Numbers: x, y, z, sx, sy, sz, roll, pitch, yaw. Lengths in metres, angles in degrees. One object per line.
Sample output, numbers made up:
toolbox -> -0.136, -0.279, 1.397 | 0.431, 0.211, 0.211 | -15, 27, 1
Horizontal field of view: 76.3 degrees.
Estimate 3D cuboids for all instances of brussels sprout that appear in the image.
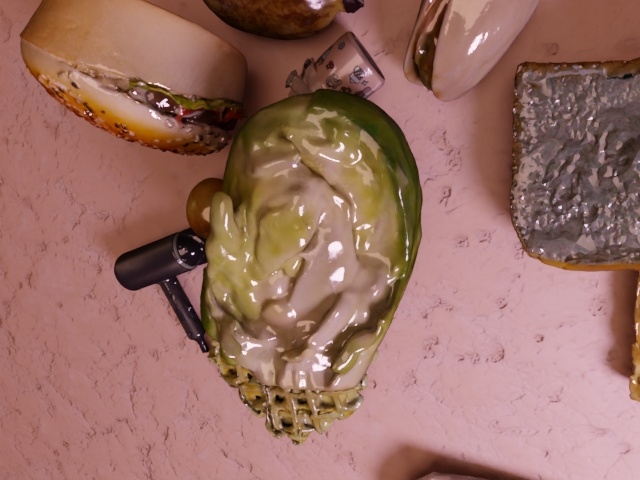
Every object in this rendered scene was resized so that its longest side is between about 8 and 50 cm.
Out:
brussels sprout -> 0.000, 0.000, 0.552 | 0.275, 0.315, 0.372 | 9, 91, 4

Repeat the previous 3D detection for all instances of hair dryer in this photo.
hair dryer -> -0.252, 0.108, 0.787 | 0.195, 0.078, 0.249 | -18, 106, 19

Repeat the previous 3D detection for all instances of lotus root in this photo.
lotus root -> -0.057, -0.365, 0.577 | 0.260, 0.128, 0.145 | 19, 121, 17

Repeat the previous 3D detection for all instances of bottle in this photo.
bottle -> 0.010, -0.225, 0.608 | 0.152, 0.099, 0.099 | -32, 92, 24

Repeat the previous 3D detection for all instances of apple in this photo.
apple -> -0.169, -0.053, 0.693 | 0.114, 0.099, 0.102 | -1, 77, -7

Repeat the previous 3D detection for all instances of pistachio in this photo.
pistachio -> 0.195, -0.289, 0.518 | 0.143, 0.144, 0.215 | 32, 118, 7

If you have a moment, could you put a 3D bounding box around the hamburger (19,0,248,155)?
hamburger -> -0.246, -0.228, 0.580 | 0.300, 0.300, 0.176 | 25, 102, 10

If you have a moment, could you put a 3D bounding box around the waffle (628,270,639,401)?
waffle -> 0.501, 0.107, 0.515 | 0.168, 0.057, 0.274 | 6, 106, 49

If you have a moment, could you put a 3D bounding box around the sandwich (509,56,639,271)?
sandwich -> 0.379, -0.090, 0.468 | 0.301, 0.099, 0.272 | 3, 99, 40

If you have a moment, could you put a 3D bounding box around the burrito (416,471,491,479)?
burrito -> 0.351, 0.484, 0.665 | 0.445, 0.101, 0.139 | 8, 100, 17

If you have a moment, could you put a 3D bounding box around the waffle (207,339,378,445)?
waffle -> -0.065, 0.213, 0.742 | 0.317, 0.073, 0.297 | 39, 111, 6
